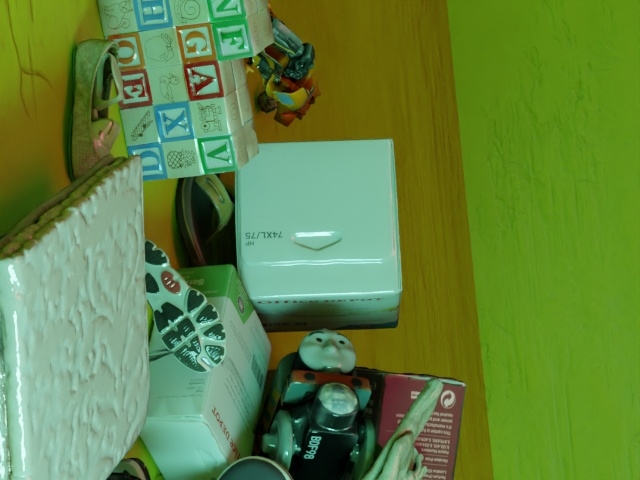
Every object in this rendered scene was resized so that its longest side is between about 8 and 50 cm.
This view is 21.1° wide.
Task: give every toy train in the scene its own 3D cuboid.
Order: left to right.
[{"bbox_3d":[-0.024,0.257,2.049,0.190,0.142,0.334,-98,-162,-45],"label":"toy train"}]

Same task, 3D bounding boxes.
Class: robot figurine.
[{"bbox_3d":[-0.093,-0.236,2.097,0.085,0.211,0.291,-57,164,-5],"label":"robot figurine"}]

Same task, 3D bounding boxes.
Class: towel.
[{"bbox_3d":[-0.239,0.107,1.629,0.332,0.053,0.317,-51,144,-67],"label":"towel"}]

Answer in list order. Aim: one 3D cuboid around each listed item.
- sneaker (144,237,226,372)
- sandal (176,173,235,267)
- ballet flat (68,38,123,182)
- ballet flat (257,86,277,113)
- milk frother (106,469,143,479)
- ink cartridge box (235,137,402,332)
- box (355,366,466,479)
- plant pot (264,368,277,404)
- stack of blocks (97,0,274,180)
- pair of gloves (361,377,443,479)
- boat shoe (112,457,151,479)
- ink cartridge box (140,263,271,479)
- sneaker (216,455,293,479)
[{"bbox_3d":[-0.156,0.068,1.891,0.170,0.068,0.071,56,2,13],"label":"sneaker"},{"bbox_3d":[-0.132,-0.058,2.112,0.090,0.060,0.219,62,28,-52],"label":"sandal"},{"bbox_3d":[-0.235,-0.136,1.809,0.057,0.052,0.168,36,50,-69],"label":"ballet flat"},{"bbox_3d":[-0.062,-0.209,2.444,0.114,0.041,0.041,-41,123,-71],"label":"ballet flat"},{"bbox_3d":[-0.195,0.317,1.731,0.134,0.129,0.143,-62,-163,6],"label":"milk frother"},{"bbox_3d":[0.000,0.000,2.183,0.270,0.198,0.197,84,4,-78],"label":"ink cartridge box"},{"bbox_3d":[0.057,0.354,2.199,0.143,0.191,0.381,9,86,-31],"label":"box"},{"bbox_3d":[-0.021,0.216,2.329,0.096,0.109,0.109,31,54,-55],"label":"plant pot"},{"bbox_3d":[-0.146,-0.226,1.933,0.087,0.171,0.297,-47,130,-68],"label":"stack of blocks"},{"bbox_3d":[0.079,0.289,1.981,0.204,0.042,0.240,-51,163,-37],"label":"pair of gloves"},{"bbox_3d":[-0.189,0.298,1.821,0.040,0.049,0.142,-17,98,-74],"label":"boat shoe"},{"bbox_3d":[-0.133,0.163,1.974,0.160,0.093,0.219,68,24,-45],"label":"ink cartridge box"},{"bbox_3d":[-0.108,0.376,1.814,0.127,0.126,0.321,60,45,-69],"label":"sneaker"}]
